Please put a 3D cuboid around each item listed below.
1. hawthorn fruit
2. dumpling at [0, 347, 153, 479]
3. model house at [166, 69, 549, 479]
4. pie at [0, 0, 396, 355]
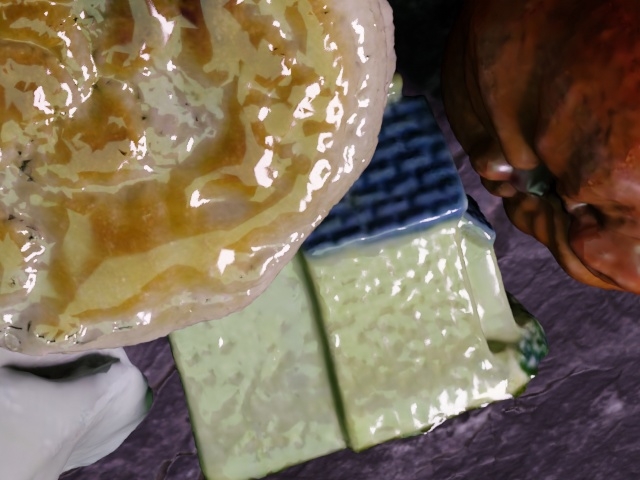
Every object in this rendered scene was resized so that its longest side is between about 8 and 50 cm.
[{"bbox_3d":[0.198,-0.094,0.858,0.258,0.258,0.262,32,104,-39],"label":"hawthorn fruit"},{"bbox_3d":[-0.267,0.084,0.879,0.321,0.270,0.211,32,93,-13],"label":"dumpling"},{"bbox_3d":[0.000,0.000,0.938,0.214,0.195,0.189,-17,113,1],"label":"model house"},{"bbox_3d":[-0.118,-0.102,0.775,0.338,0.075,0.337,-2,108,-5],"label":"pie"}]
